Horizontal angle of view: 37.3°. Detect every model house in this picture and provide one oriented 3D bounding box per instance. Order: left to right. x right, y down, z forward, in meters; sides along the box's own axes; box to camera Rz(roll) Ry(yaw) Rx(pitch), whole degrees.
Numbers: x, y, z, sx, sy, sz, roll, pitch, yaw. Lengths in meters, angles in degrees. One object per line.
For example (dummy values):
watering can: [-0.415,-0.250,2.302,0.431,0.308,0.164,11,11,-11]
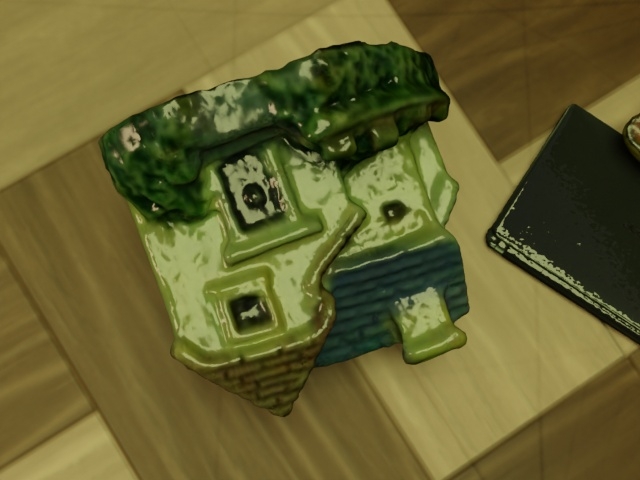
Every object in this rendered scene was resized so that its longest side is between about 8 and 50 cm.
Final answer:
model house: [0.000,0.000,0.585,0.214,0.195,0.189,-18,89,-6]

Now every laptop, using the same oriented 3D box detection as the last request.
laptop: [0.225,-0.002,0.687,0.180,0.016,0.129,34,78,1]

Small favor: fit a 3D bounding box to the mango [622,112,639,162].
mango: [0.307,-0.084,0.684,0.188,0.066,0.101,-15,83,-8]
